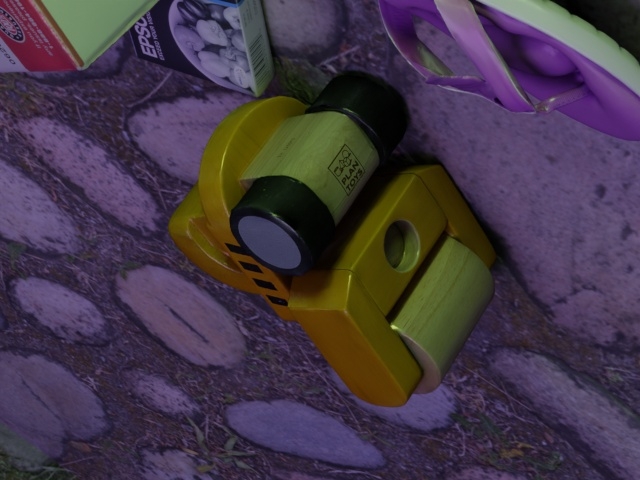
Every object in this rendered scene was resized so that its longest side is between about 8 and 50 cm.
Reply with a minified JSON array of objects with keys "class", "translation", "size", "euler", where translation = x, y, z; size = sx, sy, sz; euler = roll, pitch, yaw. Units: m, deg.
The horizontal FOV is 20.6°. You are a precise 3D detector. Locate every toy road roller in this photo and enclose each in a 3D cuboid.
[{"class":"toy road roller","translation":[0.000,0.000,1.801],"size":[0.240,0.202,0.329],"euler":[-3,133,47]}]

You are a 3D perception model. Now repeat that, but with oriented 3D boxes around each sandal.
[{"class":"sandal","translation":[0.106,-0.178,1.499],"size":[0.416,0.102,0.169],"euler":[32,173,0]}]

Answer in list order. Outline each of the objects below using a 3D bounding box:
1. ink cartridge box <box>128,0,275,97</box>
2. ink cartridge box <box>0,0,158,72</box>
[{"class":"ink cartridge box","translation":[-0.154,-0.250,1.738],"size":[0.208,0.045,0.206],"euler":[20,148,23]},{"class":"ink cartridge box","translation":[-0.355,-0.307,1.672],"size":[0.384,0.160,0.279],"euler":[5,137,49]}]
